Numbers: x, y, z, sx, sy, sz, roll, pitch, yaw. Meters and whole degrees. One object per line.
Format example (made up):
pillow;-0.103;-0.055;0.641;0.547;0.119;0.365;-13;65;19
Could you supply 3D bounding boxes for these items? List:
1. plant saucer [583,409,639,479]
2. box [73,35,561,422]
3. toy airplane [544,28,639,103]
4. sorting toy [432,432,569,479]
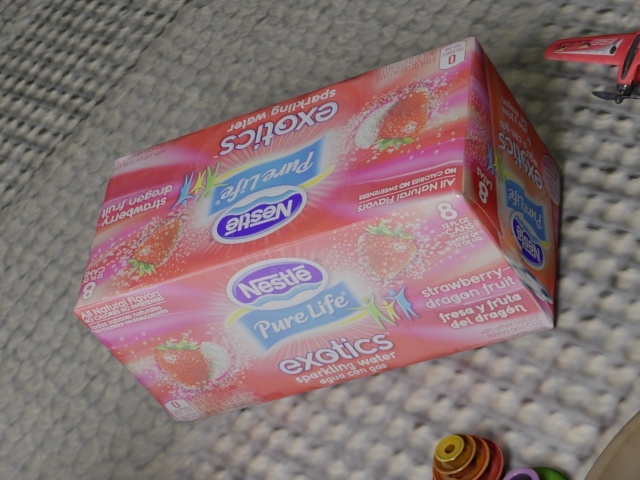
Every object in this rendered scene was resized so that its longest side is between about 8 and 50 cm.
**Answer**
plant saucer;0.252;0.156;0.882;0.278;0.041;0.278;-24;34;18
box;0.000;0.000;1.181;0.300;0.142;0.154;-16;43;27
toy airplane;0.238;-0.153;1.240;0.151;0.028;0.151;-21;40;19
sorting toy;0.099;0.145;1.030;0.102;0.042;0.061;17;63;47
